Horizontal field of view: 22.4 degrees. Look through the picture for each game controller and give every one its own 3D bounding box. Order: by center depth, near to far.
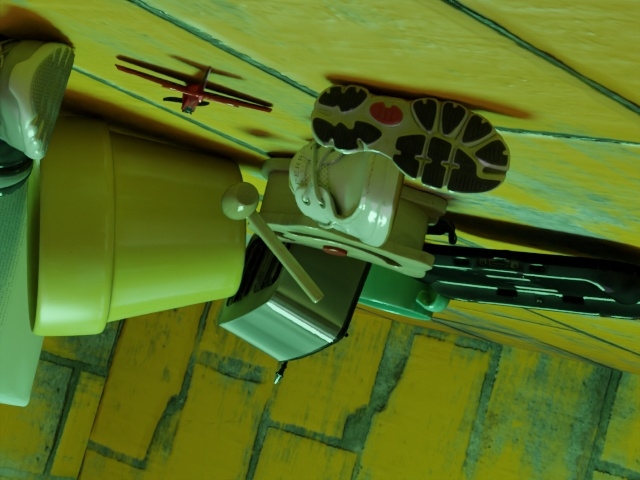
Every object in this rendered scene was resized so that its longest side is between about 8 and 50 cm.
[{"bbox_3d":[0.243,0.038,1.849,0.319,0.067,0.166,5,163,35],"label":"game controller"}]

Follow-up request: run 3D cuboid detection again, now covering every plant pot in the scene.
[{"bbox_3d":[-0.216,-0.016,1.881,0.239,0.254,0.254,1,178,-13],"label":"plant pot"}]

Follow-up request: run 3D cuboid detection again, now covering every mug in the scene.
[{"bbox_3d":[0.116,0.050,2.233,0.157,0.097,0.129,14,174,15],"label":"mug"}]

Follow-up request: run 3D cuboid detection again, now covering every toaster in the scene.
[{"bbox_3d":[-0.025,0.053,1.906,0.110,0.186,0.168,30,155,-18],"label":"toaster"}]

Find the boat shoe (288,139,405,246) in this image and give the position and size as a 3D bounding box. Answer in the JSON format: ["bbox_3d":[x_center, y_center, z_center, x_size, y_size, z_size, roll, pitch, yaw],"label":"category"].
[{"bbox_3d":[0.016,-0.052,1.503,0.096,0.098,0.277,16,176,-8],"label":"boat shoe"}]

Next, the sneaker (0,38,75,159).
[{"bbox_3d":[-0.301,-0.137,1.500,0.115,0.105,0.281,17,175,-13],"label":"sneaker"}]

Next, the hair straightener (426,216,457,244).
[{"bbox_3d":[0.063,-0.022,1.927,0.230,0.047,0.089,11,173,39],"label":"hair straightener"}]

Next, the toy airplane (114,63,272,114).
[{"bbox_3d":[-0.110,-0.130,1.439,0.151,0.028,0.151,14,175,1],"label":"toy airplane"}]

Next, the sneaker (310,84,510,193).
[{"bbox_3d":[0.077,-0.087,1.273,0.170,0.068,0.071,22,-167,25],"label":"sneaker"}]

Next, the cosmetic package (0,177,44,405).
[{"bbox_3d":[-0.531,0.006,2.009,0.329,0.328,0.394,10,171,9],"label":"cosmetic package"}]

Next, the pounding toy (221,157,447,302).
[{"bbox_3d":[0.000,0.000,1.760,0.269,0.155,0.154,18,170,-21],"label":"pounding toy"}]

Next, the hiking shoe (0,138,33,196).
[{"bbox_3d":[-0.448,-0.157,1.739,0.304,0.132,0.113,15,-148,-9],"label":"hiking shoe"}]
